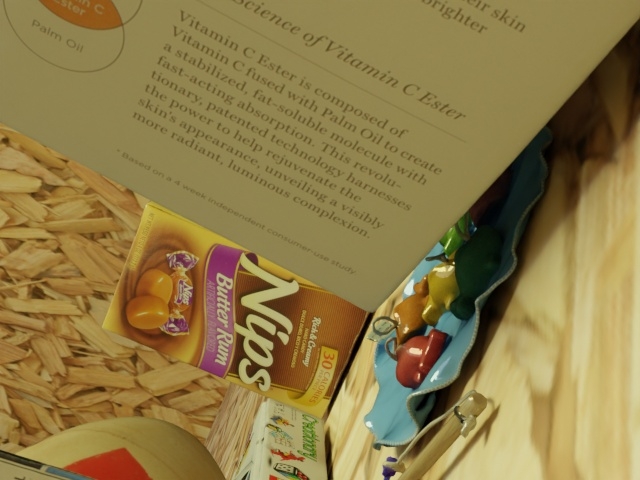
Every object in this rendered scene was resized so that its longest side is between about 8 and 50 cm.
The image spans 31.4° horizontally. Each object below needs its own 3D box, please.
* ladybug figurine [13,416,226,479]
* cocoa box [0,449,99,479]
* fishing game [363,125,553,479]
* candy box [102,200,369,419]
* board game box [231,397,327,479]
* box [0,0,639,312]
[{"bbox_3d":[-0.223,0.325,0.884,0.449,0.162,0.305,-36,-44,-33],"label":"ladybug figurine"},{"bbox_3d":[-0.177,0.258,0.539,0.347,0.228,0.231,132,155,-55],"label":"cocoa box"},{"bbox_3d":[0.056,0.012,0.556,0.189,0.041,0.264,121,171,-52],"label":"fishing game"},{"bbox_3d":[-0.061,0.049,0.879,0.053,0.187,0.109,-70,2,-73],"label":"candy box"},{"bbox_3d":[-0.074,0.276,0.768,0.193,0.053,0.305,-96,28,-82],"label":"board game box"},{"bbox_3d":[0.022,-0.164,0.412,0.345,0.215,0.168,-53,13,47],"label":"box"}]
